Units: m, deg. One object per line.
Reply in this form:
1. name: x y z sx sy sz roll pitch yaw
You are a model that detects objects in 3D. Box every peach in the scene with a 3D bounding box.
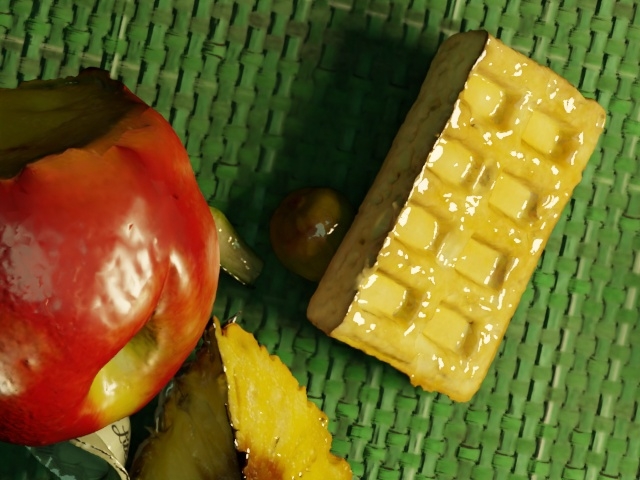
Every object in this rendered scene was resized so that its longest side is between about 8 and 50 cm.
1. peach: -0.232 -0.016 1.293 0.281 0.281 0.338 -41 64 -5

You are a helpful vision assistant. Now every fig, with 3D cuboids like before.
1. fig: 0.000 0.000 1.441 0.074 0.074 0.088 -33 120 -6

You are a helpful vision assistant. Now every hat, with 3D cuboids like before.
1. hat: -0.188 0.142 1.382 0.081 0.166 0.122 -35 116 -15

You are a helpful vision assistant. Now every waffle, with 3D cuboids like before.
1. waffle: 0.111 -0.018 1.432 0.168 0.057 0.274 26 89 -39

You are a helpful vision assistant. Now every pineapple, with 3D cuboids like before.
1. pineapple: -0.057 0.236 1.425 0.158 0.161 0.334 -23 80 32

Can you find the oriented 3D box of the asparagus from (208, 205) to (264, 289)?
1. asparagus: -0.118 -0.020 1.434 0.178 0.041 0.045 32 96 -11
